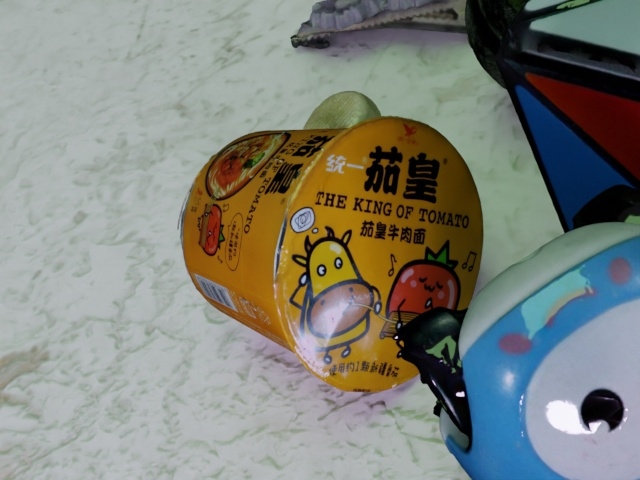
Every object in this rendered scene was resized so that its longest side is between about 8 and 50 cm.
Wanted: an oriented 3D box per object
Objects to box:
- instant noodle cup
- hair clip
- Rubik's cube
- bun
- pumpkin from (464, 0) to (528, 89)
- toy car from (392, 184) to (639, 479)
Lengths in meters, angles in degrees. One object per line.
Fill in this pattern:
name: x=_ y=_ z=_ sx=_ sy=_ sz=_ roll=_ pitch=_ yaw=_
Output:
instant noodle cup: x=0.000 y=0.000 z=0.978 sx=0.172 sy=0.216 sz=0.216 roll=14 pitch=54 yaw=49
hair clip: x=0.086 y=-0.245 z=1.287 sx=0.292 sy=0.084 sz=0.106 roll=-1 pitch=29 yaw=34
Rubik's cube: x=0.316 y=-0.110 z=0.876 sx=0.246 sy=0.248 sz=0.250 roll=25 pitch=63 yaw=43
bun: x=0.024 y=-0.103 z=1.178 sx=0.086 sy=0.055 sz=0.086 roll=-27 pitch=36 yaw=22
pumpkin: x=0.230 y=-0.220 z=1.070 sx=0.220 sy=0.220 sz=0.162 roll=-40 pitch=85 yaw=-14
toy car: x=0.176 y=0.104 z=0.739 sx=0.188 sy=0.255 sz=0.190 roll=-32 pitch=56 yaw=-5
